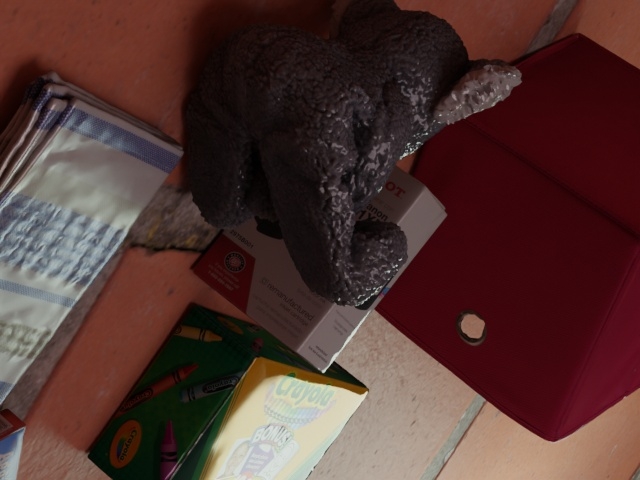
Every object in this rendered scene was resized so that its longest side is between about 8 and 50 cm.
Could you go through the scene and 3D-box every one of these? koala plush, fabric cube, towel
[{"bbox_3d":[0.031,-0.105,1.416,0.221,0.196,0.203,-33,140,-29],"label":"koala plush"},{"bbox_3d":[0.243,-0.007,1.837,0.259,0.254,0.258,-26,145,-45],"label":"fabric cube"},{"bbox_3d":[-0.221,0.019,1.313,0.285,0.034,0.209,-53,158,6],"label":"towel"}]

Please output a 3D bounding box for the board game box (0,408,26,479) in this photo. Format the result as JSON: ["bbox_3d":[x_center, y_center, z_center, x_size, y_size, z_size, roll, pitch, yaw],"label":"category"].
[{"bbox_3d":[-0.313,0.266,1.489,0.145,0.027,0.281,-27,145,-41],"label":"board game box"}]

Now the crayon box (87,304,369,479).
[{"bbox_3d":[-0.076,0.164,1.708,0.165,0.081,0.278,-55,156,5],"label":"crayon box"}]

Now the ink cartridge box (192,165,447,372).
[{"bbox_3d":[0.000,0.000,1.566,0.175,0.127,0.072,-52,153,-4],"label":"ink cartridge box"}]
